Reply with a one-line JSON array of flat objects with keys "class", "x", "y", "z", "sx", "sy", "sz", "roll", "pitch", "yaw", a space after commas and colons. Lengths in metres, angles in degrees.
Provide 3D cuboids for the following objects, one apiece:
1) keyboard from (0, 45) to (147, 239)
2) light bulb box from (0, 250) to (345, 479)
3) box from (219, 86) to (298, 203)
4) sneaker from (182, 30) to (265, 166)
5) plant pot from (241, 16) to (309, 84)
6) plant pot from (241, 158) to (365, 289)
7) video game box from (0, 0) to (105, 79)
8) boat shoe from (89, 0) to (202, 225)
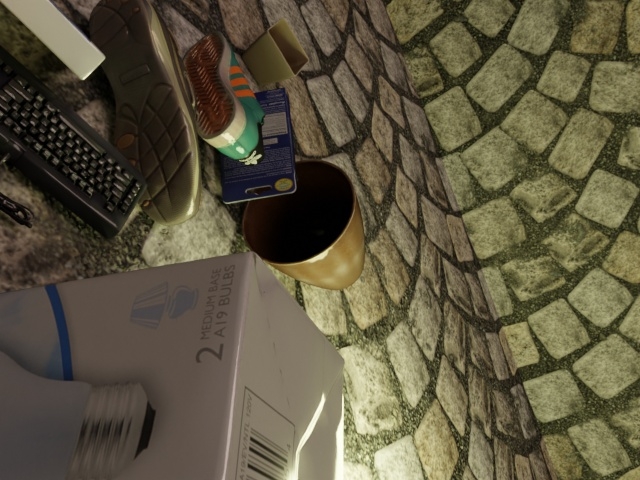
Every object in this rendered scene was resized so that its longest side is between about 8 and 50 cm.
[{"class": "keyboard", "x": -0.363, "y": -0.118, "z": 0.709, "sx": 0.317, "sy": 0.033, "sz": 0.201, "roll": 45, "pitch": 42, "yaw": -28}, {"class": "light bulb box", "x": -0.183, "y": 0.231, "z": 0.437, "sx": 0.225, "sy": 0.361, "sz": 0.358, "roll": 58, "pitch": 27, "yaw": -51}, {"class": "box", "x": -0.117, "y": -0.169, "z": 1.074, "sx": 0.036, "sy": 0.136, "sz": 0.225, "roll": 71, "pitch": 11, "yaw": -65}, {"class": "sneaker", "x": -0.169, "y": -0.248, "z": 1.045, "sx": 0.121, "sy": 0.108, "sz": 0.302, "roll": 44, "pitch": 23, "yaw": -49}, {"class": "plant pot", "x": -0.105, "y": -0.401, "z": 1.278, "sx": 0.109, "sy": 0.096, "sz": 0.109, "roll": 56, "pitch": 33, "yaw": -22}, {"class": "plant pot", "x": 0.000, "y": 0.000, "z": 1.117, "sx": 0.230, "sy": 0.215, "sz": 0.215, "roll": 52, "pitch": 31, "yaw": -53}, {"class": "video game box", "x": -0.366, "y": -0.300, "z": 0.726, "sx": 0.205, "sy": 0.048, "sz": 0.187, "roll": 47, "pitch": -6, "yaw": -34}, {"class": "boat shoe", "x": -0.236, "y": -0.200, "z": 0.897, "sx": 0.130, "sy": 0.132, "sz": 0.355, "roll": -13, "pitch": 91, "yaw": -70}]
